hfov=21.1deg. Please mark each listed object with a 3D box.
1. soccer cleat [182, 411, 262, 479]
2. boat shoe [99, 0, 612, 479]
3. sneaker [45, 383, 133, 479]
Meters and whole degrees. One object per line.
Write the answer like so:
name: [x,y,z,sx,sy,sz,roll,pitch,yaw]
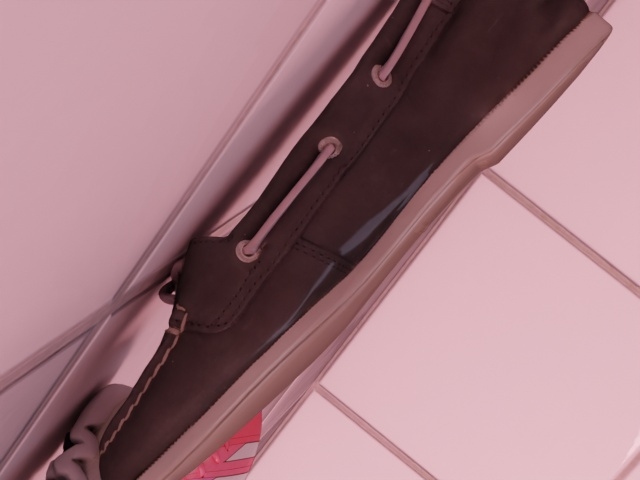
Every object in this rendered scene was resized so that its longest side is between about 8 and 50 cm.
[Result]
soccer cleat: [-0.108,0.154,1.082,0.248,0.083,0.095,-43,166,-41]
boat shoe: [-0.003,-0.015,0.839,0.335,0.095,0.112,-46,172,-1]
sneaker: [-0.099,0.219,0.861,0.110,0.118,0.292,107,-12,-71]
